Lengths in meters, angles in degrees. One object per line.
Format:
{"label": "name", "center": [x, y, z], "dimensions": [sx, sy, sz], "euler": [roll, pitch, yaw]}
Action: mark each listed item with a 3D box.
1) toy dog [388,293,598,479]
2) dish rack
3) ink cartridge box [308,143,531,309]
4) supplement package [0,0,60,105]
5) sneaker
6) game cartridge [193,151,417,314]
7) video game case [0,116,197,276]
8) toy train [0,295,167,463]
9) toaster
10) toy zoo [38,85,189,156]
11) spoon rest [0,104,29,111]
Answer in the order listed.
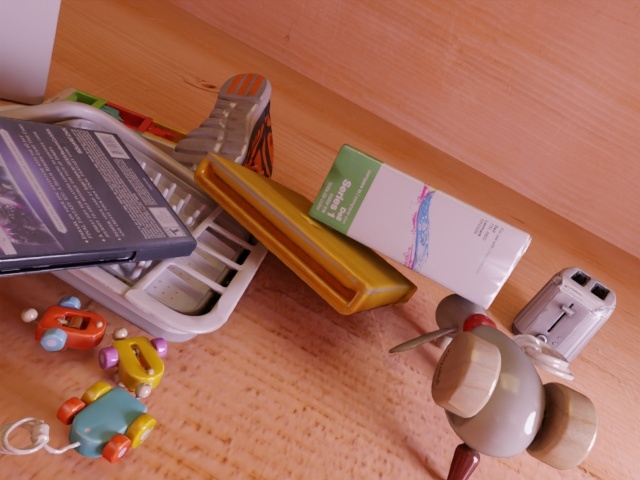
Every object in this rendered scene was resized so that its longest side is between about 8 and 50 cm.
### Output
{"label": "toy dog", "center": [0.192, 0.184, 0.572], "dimensions": [0.220, 0.161, 0.333], "euler": [35, 11, 20]}
{"label": "dish rack", "center": [-0.234, -0.029, 0.536], "dimensions": [0.332, 0.072, 0.286], "euler": [36, 25, -7]}
{"label": "ink cartridge box", "center": [0.144, -0.023, 0.691], "dimensions": [0.278, 0.117, 0.201], "euler": [28, 7, 9]}
{"label": "supplement package", "center": [-0.543, -0.381, 0.708], "dimensions": [0.203, 0.262, 0.145], "euler": [1, 36, -44]}
{"label": "sneaker", "center": [-0.153, -0.135, 0.809], "dimensions": [0.124, 0.180, 0.321], "euler": [14, 56, 16]}
{"label": "game cartridge", "center": [0.000, 0.000, 0.685], "dimensions": [0.285, 0.053, 0.323], "euler": [40, 8, 21]}
{"label": "video game case", "center": [-0.272, -0.050, 0.410], "dimensions": [0.196, 0.026, 0.274], "euler": [48, 28, 21]}
{"label": "toy train", "center": [-0.197, 0.119, 0.377], "dimensions": [0.125, 0.046, 0.166], "euler": [15, 25, -24]}
{"label": "toaster", "center": [0.491, 0.143, 0.899], "dimensions": [0.129, 0.147, 0.226], "euler": [43, 29, 28]}
{"label": "toy zoo", "center": [-0.338, -0.187, 0.822], "dimensions": [0.293, 0.030, 0.192], "euler": [19, 26, -19]}
{"label": "spoon rest", "center": [-0.415, -0.122, 0.547], "dimensions": [0.137, 0.084, 0.276], "euler": [17, 19, 18]}
